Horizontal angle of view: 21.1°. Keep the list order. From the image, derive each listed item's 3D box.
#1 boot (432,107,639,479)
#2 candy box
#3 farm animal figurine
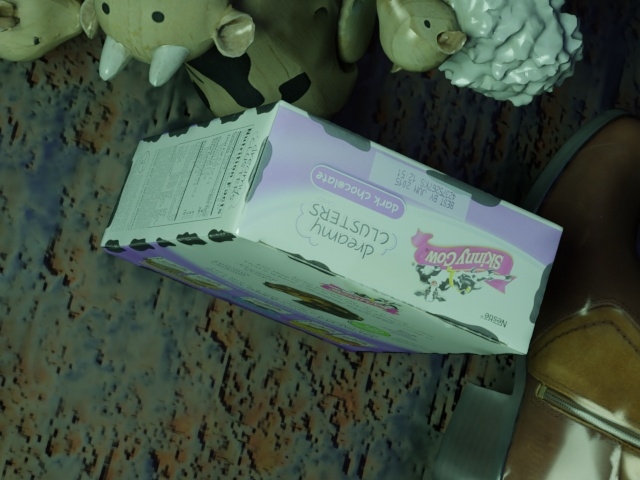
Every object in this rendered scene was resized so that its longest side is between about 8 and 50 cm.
[{"bbox_3d":[0.226,0.073,0.937,0.264,0.280,0.096,-65,147,-14],"label":"boot"},{"bbox_3d":[0.000,0.000,0.882,0.165,0.196,0.070,24,78,-23],"label":"candy box"},{"bbox_3d":[-0.076,-0.142,0.849,0.327,0.330,0.172,35,69,-49],"label":"farm animal figurine"}]
